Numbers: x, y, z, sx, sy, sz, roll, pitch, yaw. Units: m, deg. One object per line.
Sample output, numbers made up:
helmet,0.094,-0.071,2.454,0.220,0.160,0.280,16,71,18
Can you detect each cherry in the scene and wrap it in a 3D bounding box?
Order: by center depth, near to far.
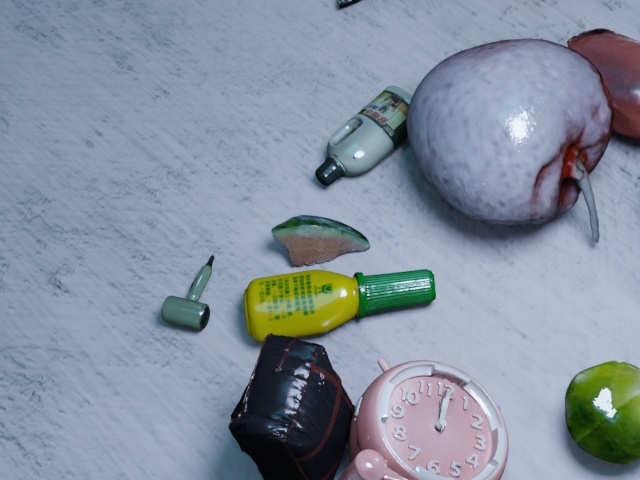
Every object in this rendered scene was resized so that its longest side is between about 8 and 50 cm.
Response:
cherry,0.294,-0.170,1.576,0.335,0.291,0.326,5,51,21

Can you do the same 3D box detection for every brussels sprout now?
brussels sprout,0.417,0.242,1.389,0.155,0.117,0.155,14,48,-16

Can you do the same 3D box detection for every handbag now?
handbag,-0.035,0.251,1.398,0.155,0.215,0.169,12,57,25

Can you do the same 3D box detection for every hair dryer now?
hair dryer,-0.205,0.082,1.636,0.071,0.047,0.150,12,50,13

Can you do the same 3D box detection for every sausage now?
sausage,0.517,-0.264,1.657,0.152,0.152,0.280,-39,49,-15

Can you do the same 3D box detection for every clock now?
clock,0.149,0.284,1.389,0.227,0.142,0.241,22,52,-6

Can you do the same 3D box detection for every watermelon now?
watermelon,0.005,-0.009,1.653,0.155,0.080,0.101,-6,22,7

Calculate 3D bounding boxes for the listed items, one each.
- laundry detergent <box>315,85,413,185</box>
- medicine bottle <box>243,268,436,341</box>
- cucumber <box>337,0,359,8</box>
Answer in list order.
laundry detergent,0.079,-0.177,1.730,0.226,0.070,0.099,-42,70,-16
medicine bottle,0.031,0.092,1.564,0.309,0.076,0.111,-9,64,4
cucumber,0.089,-0.501,1.950,0.135,0.033,0.034,-28,61,-9
